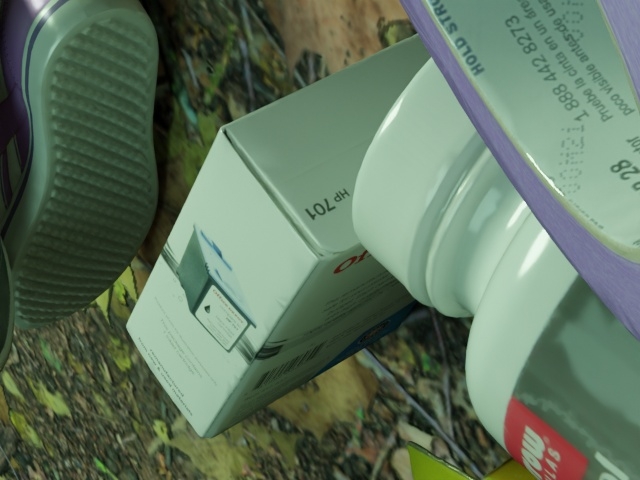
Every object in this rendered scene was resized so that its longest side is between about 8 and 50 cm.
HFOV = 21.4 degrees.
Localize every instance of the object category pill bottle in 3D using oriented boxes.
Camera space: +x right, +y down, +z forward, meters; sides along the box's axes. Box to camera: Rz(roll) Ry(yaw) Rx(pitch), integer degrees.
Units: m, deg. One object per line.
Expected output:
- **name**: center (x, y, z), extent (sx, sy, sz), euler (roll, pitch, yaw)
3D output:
- **pill bottle**: center (0.165, 0.047, 0.606), extent (0.318, 0.176, 0.176), euler (42, 143, 26)

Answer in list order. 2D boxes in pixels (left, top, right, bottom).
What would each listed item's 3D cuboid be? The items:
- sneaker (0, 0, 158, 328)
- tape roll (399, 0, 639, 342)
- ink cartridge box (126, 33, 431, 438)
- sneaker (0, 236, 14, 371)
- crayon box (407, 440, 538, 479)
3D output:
- **sneaker**: center (-0.177, -0.083, 1.054), extent (0.161, 0.102, 0.282), euler (48, 140, 30)
- **tape roll**: center (0.074, -0.098, 0.437), extent (0.275, 0.090, 0.275), euler (61, 176, 7)
- **ink cartridge box**: center (0.000, 0.000, 0.825), extent (0.082, 0.139, 0.191), euler (52, 146, 16)
- **sneaker**: center (-0.235, -0.069, 0.951), extent (0.296, 0.123, 0.178), euler (69, 159, 12)
- **crayon box**: center (0.188, 0.208, 0.790), extent (0.318, 0.081, 0.202), euler (23, 133, 42)
